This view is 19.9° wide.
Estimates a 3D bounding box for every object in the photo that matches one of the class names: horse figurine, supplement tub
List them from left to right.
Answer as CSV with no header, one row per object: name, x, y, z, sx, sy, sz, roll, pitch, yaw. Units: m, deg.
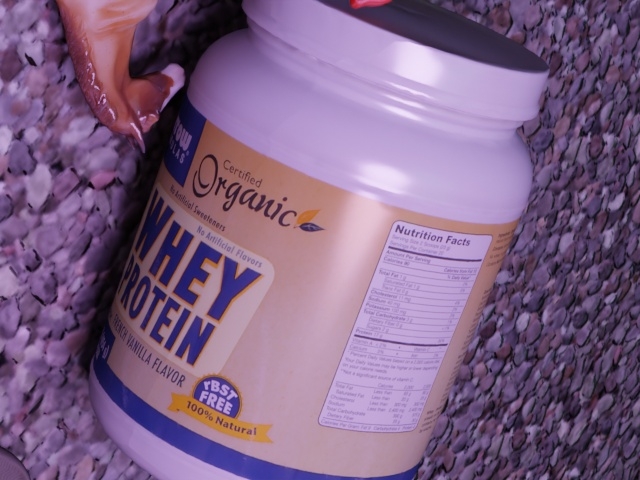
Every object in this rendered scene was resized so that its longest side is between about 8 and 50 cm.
horse figurine,-0.130,-0.194,1.063,0.174,0.066,0.263,-55,146,-14
supplement tub,0.000,0.000,1.168,0.228,0.228,0.316,2,114,-49

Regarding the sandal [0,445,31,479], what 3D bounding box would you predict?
sandal,-0.249,0.150,1.126,0.219,0.060,0.090,37,82,-51

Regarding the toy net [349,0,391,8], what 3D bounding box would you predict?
toy net,-0.031,-0.180,1.051,0.232,0.045,0.122,-14,83,-25
